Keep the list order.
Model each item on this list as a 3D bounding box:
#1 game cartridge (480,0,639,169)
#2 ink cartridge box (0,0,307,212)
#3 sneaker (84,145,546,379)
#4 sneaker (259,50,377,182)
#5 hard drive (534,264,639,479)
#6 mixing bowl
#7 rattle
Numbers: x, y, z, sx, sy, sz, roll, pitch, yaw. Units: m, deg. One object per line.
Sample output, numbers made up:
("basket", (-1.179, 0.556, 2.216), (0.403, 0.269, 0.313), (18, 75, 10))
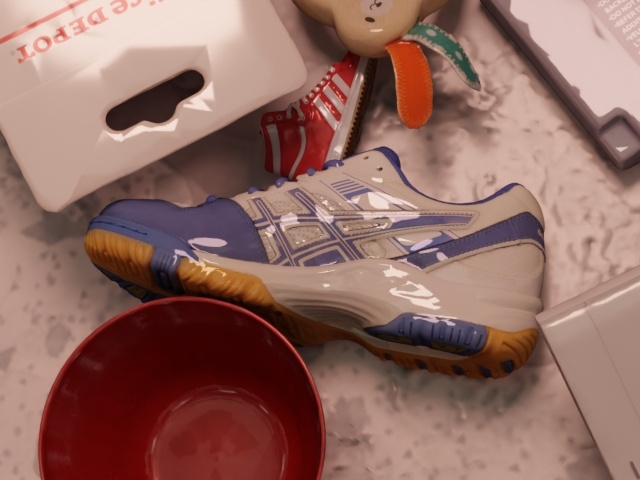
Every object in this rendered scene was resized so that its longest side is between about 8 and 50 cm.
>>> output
("game cartridge", (0.258, -0.205, 1.034), (0.294, 0.060, 0.196), (-36, 76, 1))
("ink cartridge box", (-0.171, -0.203, 1.052), (0.207, 0.119, 0.353), (-27, 83, -6))
("sneaker", (0.000, 0.000, 1.011), (0.297, 0.112, 0.131), (11, 72, 4))
("sneaker", (-0.003, -0.094, 1.061), (0.067, 0.042, 0.118), (15, 81, 11))
("hard drive", (0.308, 0.069, 0.917), (0.308, 0.040, 0.203), (-26, 100, 4))
("mixing bowl", (-0.076, 0.134, 0.986), (0.182, 0.098, 0.181), (-3, 75, 11))
("rattle", (0.042, -0.191, 1.006), (0.130, 0.142, 0.199), (1, 46, -11))
